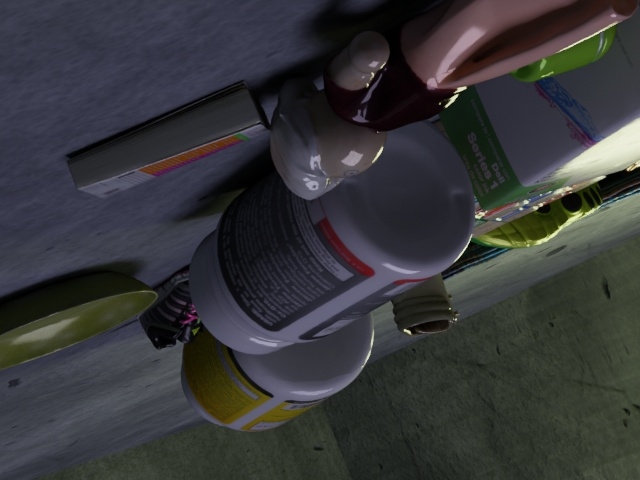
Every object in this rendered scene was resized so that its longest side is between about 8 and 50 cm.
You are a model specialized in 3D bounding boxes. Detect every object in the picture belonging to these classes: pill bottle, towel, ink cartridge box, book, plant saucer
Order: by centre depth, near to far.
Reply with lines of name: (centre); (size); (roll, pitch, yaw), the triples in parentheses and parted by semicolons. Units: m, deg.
book: (-0.111, -0.070, 1.241); (0.144, 0.035, 0.096); (-22, 175, 3)
ink cartridge box: (0.270, -0.145, 1.446); (0.201, 0.117, 0.278); (-16, 169, -36)
pill bottle: (0.000, 0.000, 1.512); (0.161, 0.161, 0.283); (-16, 170, -37)
plant saucer: (-0.289, 0.084, 1.719); (0.241, 0.037, 0.241); (-21, 172, -3)
pill bottle: (-0.071, 0.142, 2.116); (0.188, 0.188, 0.334); (-18, 171, -25)
towel: (0.328, -0.033, 2.383); (0.370, 0.040, 0.271); (-24, -177, 11)

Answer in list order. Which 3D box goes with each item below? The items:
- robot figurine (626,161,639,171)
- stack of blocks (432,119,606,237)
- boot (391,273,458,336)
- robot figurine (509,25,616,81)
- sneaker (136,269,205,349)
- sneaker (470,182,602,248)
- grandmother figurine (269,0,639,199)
robot figurine: (0.361, -0.145, 1.733); (0.211, 0.085, 0.291); (-33, 170, 8)
stack of blocks: (0.189, -0.079, 1.740); (0.171, 0.087, 0.297); (-25, 171, 16)
boot: (0.125, 0.034, 2.011); (0.077, 0.165, 0.213); (-25, 169, 24)
robot figurine: (0.181, -0.163, 1.277); (0.115, 0.067, 0.101); (-18, 177, -25)
sneaker: (-0.151, 0.078, 1.896); (0.170, 0.075, 0.063); (-30, 168, 41)
sneaker: (0.258, -0.033, 2.130); (0.123, 0.109, 0.295); (-34, 166, 38)
grandmother figurine: (0.083, -0.128, 1.157); (0.208, 0.104, 0.342); (-1, 156, -45)
